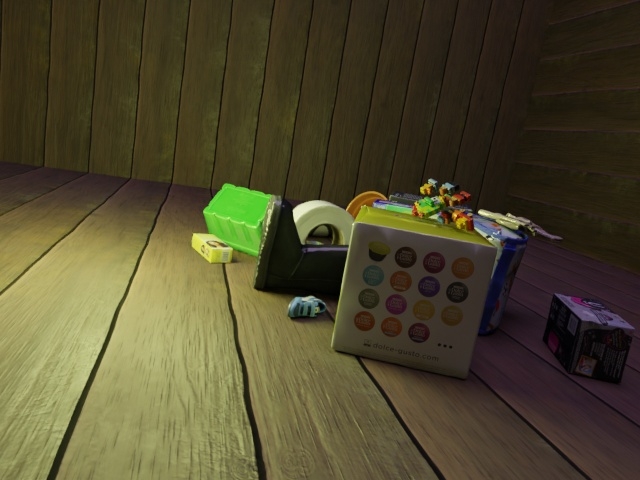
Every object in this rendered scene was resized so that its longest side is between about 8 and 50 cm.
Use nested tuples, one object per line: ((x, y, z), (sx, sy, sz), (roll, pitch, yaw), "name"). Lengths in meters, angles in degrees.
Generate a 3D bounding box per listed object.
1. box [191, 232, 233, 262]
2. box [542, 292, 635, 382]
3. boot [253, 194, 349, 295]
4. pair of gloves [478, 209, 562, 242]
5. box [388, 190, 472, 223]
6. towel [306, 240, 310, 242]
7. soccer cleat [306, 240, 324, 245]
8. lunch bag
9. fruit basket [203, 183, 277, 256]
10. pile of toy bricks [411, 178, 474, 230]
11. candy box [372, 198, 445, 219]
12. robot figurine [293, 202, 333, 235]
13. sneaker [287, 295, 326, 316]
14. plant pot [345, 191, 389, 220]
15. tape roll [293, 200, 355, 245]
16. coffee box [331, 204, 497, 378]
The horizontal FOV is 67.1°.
((-0.419, 0.026, 1.851), (0.087, 0.058, 0.232), (2, 13, -34), "box")
((0.758, 0.267, 1.380), (0.142, 0.163, 0.247), (9, 12, 7), "box")
((0.033, 0.034, 1.516), (0.445, 0.367, 0.146), (8, 46, -10), "boot")
((0.684, -0.057, 1.641), (0.240, 0.042, 0.204), (11, 15, -33), "pair of gloves")
((0.404, 0.003, 1.916), (0.312, 0.343, 0.179), (12, 13, 11), "box")
((-0.046, 0.020, 2.270), (0.237, 0.021, 0.102), (15, 12, 26), "towel")
((0.047, 0.065, 1.961), (0.289, 0.094, 0.121), (20, 9, 40), "soccer cleat")
((0.533, 0.097, 1.603), (0.238, 0.328, 0.385), (15, 14, 5), "lunch bag")
((-0.259, -0.051, 2.046), (0.392, 0.283, 0.392), (26, -26, 14), "fruit basket")
((0.296, -0.087, 1.248), (0.105, 0.118, 0.212), (-24, 29, -11), "pile of toy bricks")
((0.301, 0.030, 1.772), (0.268, 0.317, 0.122), (11, 13, 14), "candy box")
((-0.019, -0.104, 2.527), (0.278, 0.209, 0.174), (3, 34, -31), "robot figurine")
((-0.039, 0.191, 1.380), (0.059, 0.053, 0.144), (20, 16, 33), "sneaker")
((0.285, -0.079, 2.462), (0.290, 0.291, 0.203), (20, -2, 42), "plant pot")
((0.000, 0.000, 1.753), (0.286, 0.286, 0.100), (5, 12, -21), "tape roll")
((0.234, 0.110, 1.289), (0.337, 0.335, 0.338), (11, 12, 6), "coffee box")
